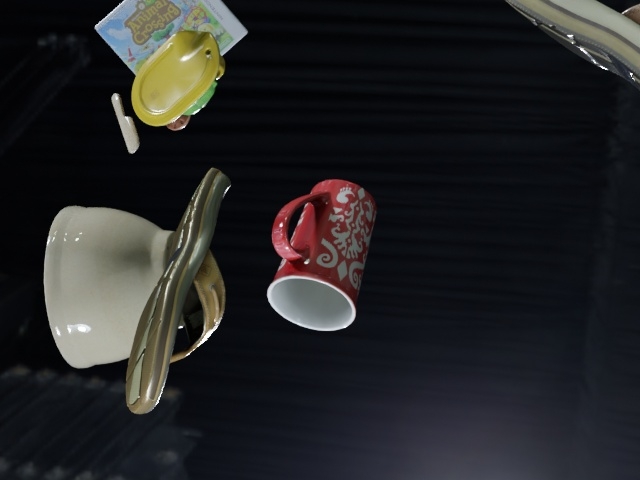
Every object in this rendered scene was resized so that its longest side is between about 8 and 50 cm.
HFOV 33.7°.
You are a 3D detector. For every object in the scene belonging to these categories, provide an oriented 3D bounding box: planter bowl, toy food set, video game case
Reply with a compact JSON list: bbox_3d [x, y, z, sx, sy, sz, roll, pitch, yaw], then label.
[{"bbox_3d":[-0.191,0.043,1.048,0.162,0.109,0.162,-4,-90,-81],"label":"planter bowl"},{"bbox_3d":[-0.230,-0.241,1.699,0.071,0.218,0.128,23,-148,-57],"label":"toy food set"},{"bbox_3d":[-0.277,-0.392,1.970,0.212,0.193,0.023,-41,6,1],"label":"video game case"}]

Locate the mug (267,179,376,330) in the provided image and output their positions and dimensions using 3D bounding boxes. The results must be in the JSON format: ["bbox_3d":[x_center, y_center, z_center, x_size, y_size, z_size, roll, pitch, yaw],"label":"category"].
[{"bbox_3d":[0.010,0.003,1.331,0.150,0.113,0.169,86,-161,-52],"label":"mug"}]

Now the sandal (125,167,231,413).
[{"bbox_3d":[-0.086,0.034,0.724,0.072,0.049,0.180,-40,29,60],"label":"sandal"}]

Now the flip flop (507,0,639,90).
[{"bbox_3d":[0.235,-0.127,0.685,0.080,0.277,0.112,-56,-21,8],"label":"flip flop"}]
